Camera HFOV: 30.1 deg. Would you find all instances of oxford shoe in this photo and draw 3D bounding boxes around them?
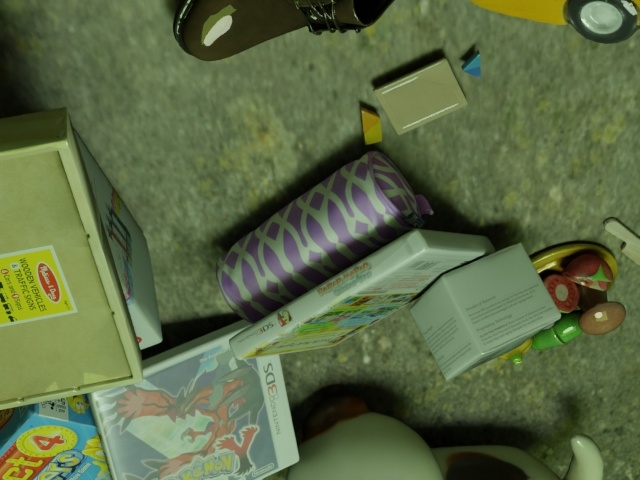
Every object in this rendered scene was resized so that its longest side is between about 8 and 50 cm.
[{"bbox_3d":[-0.008,-0.184,0.852,0.227,0.096,0.083,-27,141,18],"label":"oxford shoe"}]

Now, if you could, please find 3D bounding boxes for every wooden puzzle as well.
[{"bbox_3d":[0.085,-0.124,1.020,0.116,0.014,0.078,-19,146,6],"label":"wooden puzzle"}]

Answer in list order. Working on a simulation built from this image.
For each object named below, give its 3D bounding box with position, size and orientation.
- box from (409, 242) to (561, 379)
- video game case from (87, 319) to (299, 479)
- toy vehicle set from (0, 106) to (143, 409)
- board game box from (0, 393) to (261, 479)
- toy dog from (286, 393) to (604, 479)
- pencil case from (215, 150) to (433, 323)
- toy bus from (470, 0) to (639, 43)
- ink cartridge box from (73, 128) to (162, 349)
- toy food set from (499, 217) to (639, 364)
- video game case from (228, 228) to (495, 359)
[{"bbox_3d":[0.162,0.071,1.183,0.102,0.087,0.101,-22,166,-23],"label":"box"},{"bbox_3d":[-0.124,0.189,1.214,0.201,0.023,0.183,-21,118,-23],"label":"video game case"},{"bbox_3d":[-0.238,0.028,0.879,0.166,0.035,0.267,-10,136,-4],"label":"toy vehicle set"},{"bbox_3d":[-0.257,0.262,1.320,0.302,0.086,0.308,18,131,-35],"label":"board game box"},{"bbox_3d":[0.120,0.349,1.398,0.395,0.285,0.408,-37,134,25],"label":"toy dog"},{"bbox_3d":[0.000,0.000,1.087,0.206,0.086,0.088,-32,147,24],"label":"pencil case"},{"bbox_3d":[0.254,-0.203,0.762,0.332,0.108,0.130,10,146,26],"label":"toy bus"},{"bbox_3d":[-0.228,0.014,0.993,0.128,0.127,0.176,-19,139,5],"label":"ink cartridge box"},{"bbox_3d":[0.259,0.071,1.265,0.218,0.071,0.128,-31,139,19],"label":"toy food set"},{"bbox_3d":[0.047,0.051,1.130,0.206,0.026,0.227,-31,167,19],"label":"video game case"}]
